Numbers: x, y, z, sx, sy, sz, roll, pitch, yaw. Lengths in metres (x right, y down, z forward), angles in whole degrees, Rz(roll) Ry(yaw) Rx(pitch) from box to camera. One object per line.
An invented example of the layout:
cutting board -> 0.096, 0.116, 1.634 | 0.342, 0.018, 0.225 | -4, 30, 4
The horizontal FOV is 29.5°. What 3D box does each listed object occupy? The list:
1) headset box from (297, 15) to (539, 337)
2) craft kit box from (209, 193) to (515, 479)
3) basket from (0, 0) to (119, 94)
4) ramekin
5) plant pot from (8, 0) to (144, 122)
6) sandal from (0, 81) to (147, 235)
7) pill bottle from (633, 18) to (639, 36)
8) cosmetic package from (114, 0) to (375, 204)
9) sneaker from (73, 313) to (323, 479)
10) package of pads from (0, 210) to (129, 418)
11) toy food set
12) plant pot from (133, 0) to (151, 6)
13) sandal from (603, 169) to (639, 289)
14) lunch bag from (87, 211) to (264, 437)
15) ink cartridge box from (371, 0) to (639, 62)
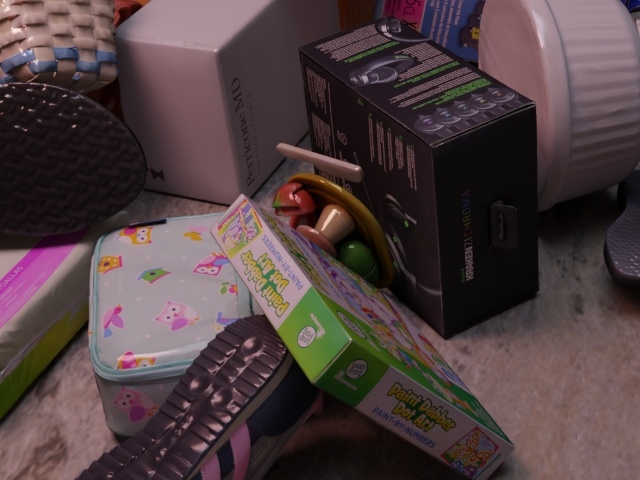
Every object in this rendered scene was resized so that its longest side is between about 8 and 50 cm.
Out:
headset box -> 0.110, -0.071, 1.310 | 0.131, 0.246, 0.283 | -23, 38, -20
craft kit box -> 0.036, 0.089, 1.120 | 0.061, 0.246, 0.250 | -50, 40, 9
basket -> -0.370, -0.285, 1.416 | 0.254, 0.289, 0.201 | -20, -3, 38
ramekin -> 0.279, -0.172, 1.404 | 0.127, 0.273, 0.273 | -8, 35, -7
plant pot -> -0.380, -0.244, 1.652 | 0.265, 0.272, 0.272 | 11, 38, 10
sandal -> -0.411, -0.085, 1.337 | 0.445, 0.168, 0.107 | -5, 12, 1
pill bottle -> 0.377, -0.219, 1.569 | 0.229, 0.131, 0.131 | 0, 36, 10
cosmetic package -> -0.081, -0.269, 1.637 | 0.161, 0.230, 0.453 | 12, 40, 24
sneaker -> -0.116, 0.219, 1.080 | 0.319, 0.131, 0.112 | -44, 44, -9
package of pads -> -0.377, 0.057, 1.345 | 0.229, 0.101, 0.296 | 11, 39, 23
toy food set -> 0.000, 0.000, 1.276 | 0.128, 0.218, 0.071 | 24, 62, 32
plant pot -> -0.257, -0.432, 1.808 | 0.291, 0.203, 0.291 | -36, 10, 7
sandal -> 0.369, -0.005, 1.348 | 0.097, 0.054, 0.254 | 9, 28, 15
lunch bag -> -0.125, 0.072, 1.272 | 0.224, 0.108, 0.279 | -9, 35, -2
ink cartridge box -> 0.286, -0.365, 1.731 | 0.395, 0.151, 0.270 | 12, 37, 0
